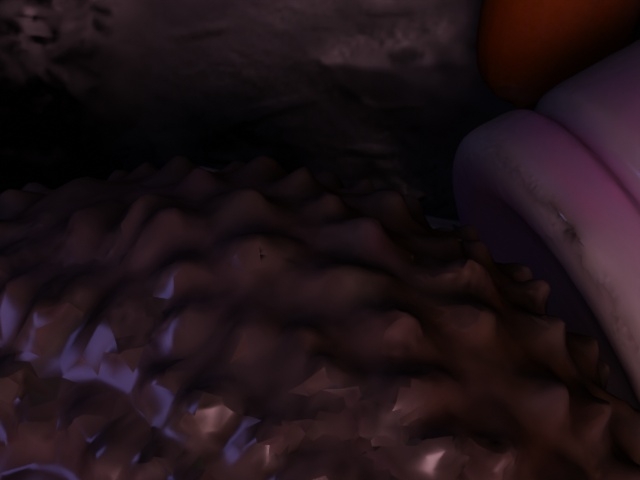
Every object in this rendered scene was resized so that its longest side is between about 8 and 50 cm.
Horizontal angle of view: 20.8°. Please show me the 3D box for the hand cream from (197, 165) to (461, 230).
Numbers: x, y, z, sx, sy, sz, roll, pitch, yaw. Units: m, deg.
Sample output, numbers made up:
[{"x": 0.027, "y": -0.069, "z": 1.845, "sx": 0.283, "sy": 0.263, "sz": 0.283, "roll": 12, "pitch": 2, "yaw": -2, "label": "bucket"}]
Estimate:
[{"x": 0.000, "y": 0.000, "z": 0.883, "sx": 0.194, "sy": 0.042, "sz": 0.067, "roll": 14, "pitch": 107, "yaw": -20, "label": "hand cream"}]

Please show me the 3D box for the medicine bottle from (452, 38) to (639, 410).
[{"x": 0.243, "y": -0.027, "z": 0.769, "sx": 0.325, "sy": 0.212, "sz": 0.212, "roll": -29, "pitch": 118, "yaw": -8, "label": "medicine bottle"}]

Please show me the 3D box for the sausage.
[{"x": 0.120, "y": -0.153, "z": 0.798, "sx": 0.076, "sy": 0.076, "sz": 0.197, "roll": 4, "pitch": 115, "yaw": -10, "label": "sausage"}]

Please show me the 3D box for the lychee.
[{"x": -0.039, "y": 0.146, "z": 0.678, "sx": 0.380, "sy": 0.432, "sz": 0.380, "roll": 0, "pitch": 91, "yaw": 18, "label": "lychee"}]
